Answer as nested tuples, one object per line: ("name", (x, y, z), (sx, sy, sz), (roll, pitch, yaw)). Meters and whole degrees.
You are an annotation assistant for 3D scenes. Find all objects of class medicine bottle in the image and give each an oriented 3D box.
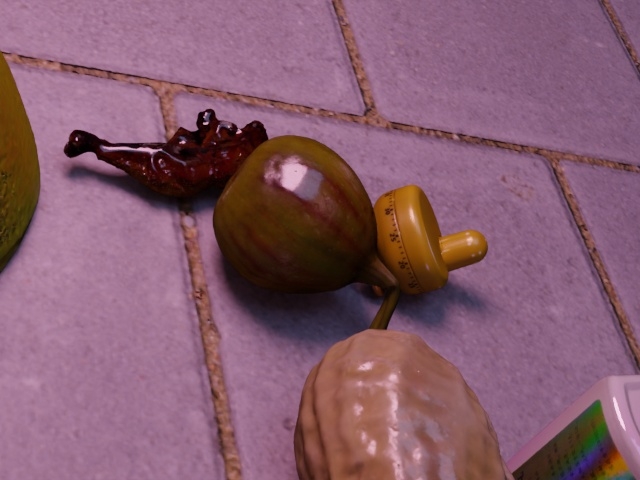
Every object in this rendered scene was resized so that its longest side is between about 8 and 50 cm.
("medicine bottle", (0.199, 0.204, 0.879), (0.078, 0.219, 0.115), (1, 51, -32))

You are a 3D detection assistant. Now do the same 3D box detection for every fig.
("fig", (-0.004, -0.008, 1.000), (0.186, 0.142, 0.148), (24, 69, 7))

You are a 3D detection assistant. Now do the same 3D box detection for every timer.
("timer", (0.098, -0.002, 1.086), (0.107, 0.109, 0.107), (-17, 90, -75))

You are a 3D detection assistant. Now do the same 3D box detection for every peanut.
("peanut", (0.070, 0.222, 0.833), (0.174, 0.158, 0.340), (56, 21, -51))

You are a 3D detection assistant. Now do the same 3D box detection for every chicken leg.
("chicken leg", (-0.130, -0.079, 1.055), (0.219, 0.048, 0.089), (-16, 59, -41))

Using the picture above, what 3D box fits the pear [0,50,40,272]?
("pear", (-0.387, -0.126, 0.847), (0.399, 0.165, 0.398), (18, 45, -18))
